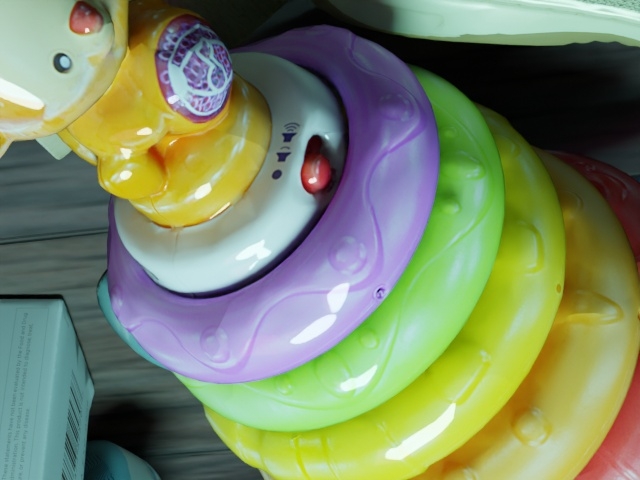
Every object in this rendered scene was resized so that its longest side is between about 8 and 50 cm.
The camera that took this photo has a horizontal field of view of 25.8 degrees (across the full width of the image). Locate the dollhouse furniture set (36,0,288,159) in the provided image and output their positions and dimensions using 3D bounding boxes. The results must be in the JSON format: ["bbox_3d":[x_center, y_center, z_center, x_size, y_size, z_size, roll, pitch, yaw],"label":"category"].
[{"bbox_3d":[-0.118,-0.099,0.411,0.151,0.123,0.144,-42,141,0],"label":"dollhouse furniture set"}]

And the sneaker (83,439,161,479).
[{"bbox_3d":[-0.085,0.224,0.830,0.208,0.127,0.319,26,153,-13],"label":"sneaker"}]

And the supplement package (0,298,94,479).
[{"bbox_3d":[-0.206,0.095,0.661,0.179,0.105,0.105,0,149,0],"label":"supplement package"}]

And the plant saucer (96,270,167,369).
[{"bbox_3d":[-0.044,0.037,0.645,0.119,0.021,0.119,0,149,0],"label":"plant saucer"}]

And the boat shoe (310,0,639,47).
[{"bbox_3d":[0.100,-0.094,0.366,0.224,0.080,0.073,2,155,6],"label":"boat shoe"}]

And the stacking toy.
[{"bbox_3d":[0.000,0.000,0.405,0.166,0.175,0.302,5,157,39],"label":"stacking toy"}]
